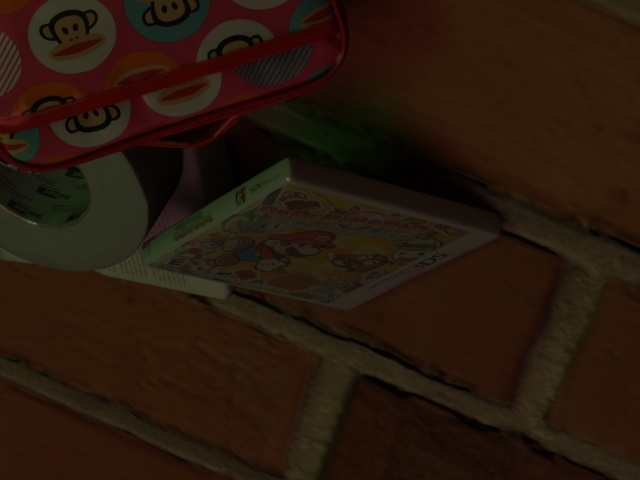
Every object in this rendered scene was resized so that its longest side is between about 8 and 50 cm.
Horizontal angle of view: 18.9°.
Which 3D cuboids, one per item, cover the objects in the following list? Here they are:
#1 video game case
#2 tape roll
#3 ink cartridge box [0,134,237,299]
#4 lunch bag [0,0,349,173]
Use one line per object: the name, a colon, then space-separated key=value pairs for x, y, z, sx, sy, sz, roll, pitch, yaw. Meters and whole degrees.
video game case: x=0.000 y=0.000 z=1.610 sx=0.227 sy=0.026 sz=0.206 roll=14 pitch=152 yaw=-36
tape roll: x=-0.229 y=-0.076 z=1.610 sx=0.219 sy=0.072 sz=0.219 roll=16 pitch=139 yaw=14
ink cartridge box: x=-0.210 y=-0.089 z=1.692 sx=0.261 sy=0.066 sz=0.296 roll=10 pitch=137 yaw=21
lunch bag: x=-0.133 y=-0.174 z=1.425 sx=0.293 sy=0.120 sz=0.258 roll=-18 pitch=127 yaw=-1
